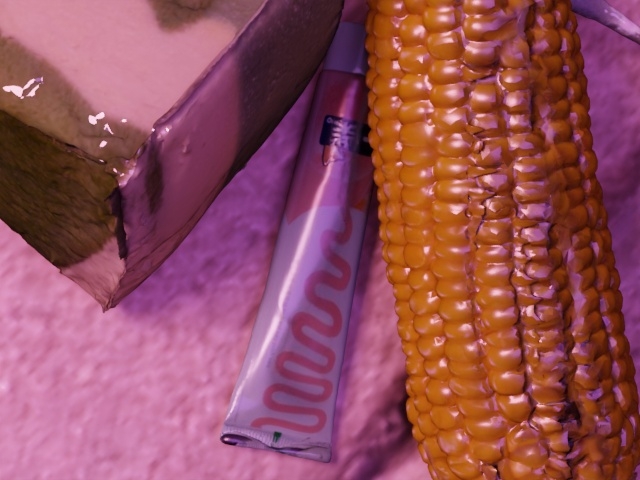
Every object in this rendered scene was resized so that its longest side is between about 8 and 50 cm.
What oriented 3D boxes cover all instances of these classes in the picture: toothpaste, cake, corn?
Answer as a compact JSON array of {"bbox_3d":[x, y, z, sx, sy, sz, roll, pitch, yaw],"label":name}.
[{"bbox_3d":[0.000,0.000,0.818,0.056,0.036,0.205,13,88,-18],"label":"toothpaste"},{"bbox_3d":[-0.139,-0.103,0.770,0.284,0.172,0.158,31,69,19],"label":"cake"},{"bbox_3d":[0.079,-0.002,0.788,0.115,0.115,0.317,-15,102,-18],"label":"corn"}]

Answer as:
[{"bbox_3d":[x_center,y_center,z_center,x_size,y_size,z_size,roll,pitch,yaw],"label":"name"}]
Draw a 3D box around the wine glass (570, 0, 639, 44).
[{"bbox_3d":[0.104,-0.133,0.840,0.262,0.074,0.074,31,79,-13],"label":"wine glass"}]
